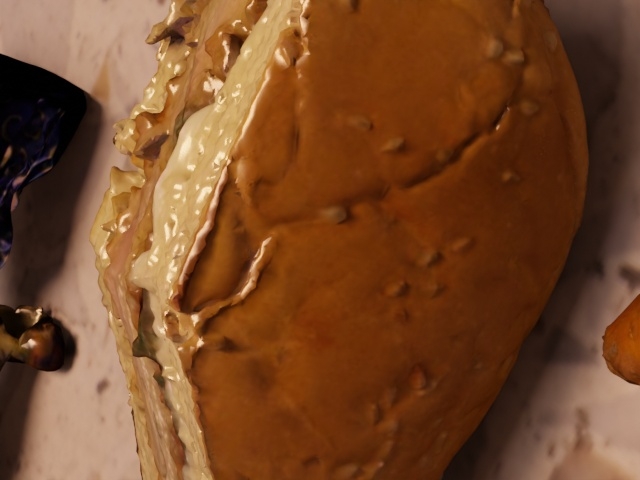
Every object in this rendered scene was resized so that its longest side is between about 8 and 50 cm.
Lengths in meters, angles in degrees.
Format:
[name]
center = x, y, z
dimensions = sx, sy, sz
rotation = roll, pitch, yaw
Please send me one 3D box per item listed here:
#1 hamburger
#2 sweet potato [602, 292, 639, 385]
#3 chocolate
[hamburger]
center = 0.000, 0.000, 0.688
dimensions = 0.282, 0.245, 0.155
rotation = 66, 173, -21
[sweet potato]
center = 0.210, -0.064, 0.519
dimensions = 0.359, 0.112, 0.112
rotation = -53, 49, 21
[chocolate]
center = -0.209, 0.063, 0.928
dimensions = 0.148, 0.126, 0.343
rotation = 11, 95, 5
